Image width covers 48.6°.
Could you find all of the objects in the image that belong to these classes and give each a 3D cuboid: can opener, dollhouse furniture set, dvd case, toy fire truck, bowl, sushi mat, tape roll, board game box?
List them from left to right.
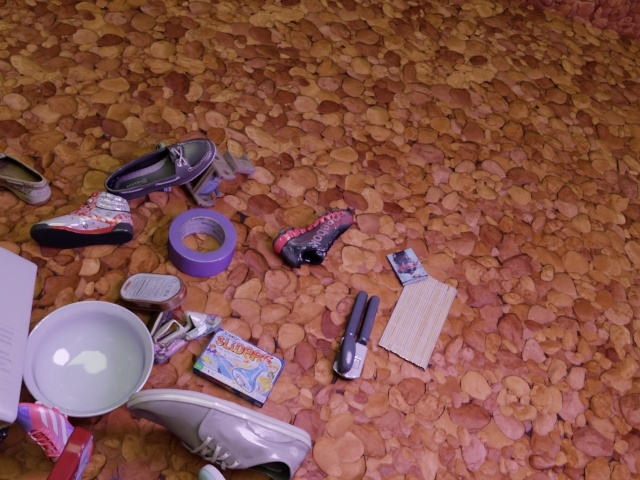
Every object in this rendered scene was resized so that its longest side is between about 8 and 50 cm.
[{"bbox_3d":[-0.536,0.559,1.417,0.169,0.302,0.254,18,25,-3],"label":"toy fire truck"},{"bbox_3d":[-0.550,0.303,1.692,0.298,0.134,0.298,8,53,-10],"label":"bowl"},{"bbox_3d":[-0.336,0.006,2.011,0.189,0.080,0.189,8,53,-11],"label":"tape roll"},{"bbox_3d":[-0.297,-0.187,2.164,0.183,0.129,0.129,2,47,-52],"label":"dollhouse furniture set"},{"bbox_3d":[-0.208,0.326,1.832,0.201,0.035,0.136,26,51,4],"label":"board game box"},{"bbox_3d":[0.107,0.248,1.940,0.076,0.095,0.283,21,51,0],"label":"can opener"},{"bbox_3d":[0.262,0.079,2.147,0.087,0.013,0.119,-15,52,-15],"label":"dvd case"},{"bbox_3d":[0.288,0.220,2.061,0.151,0.019,0.316,26,51,6],"label":"sushi mat"}]

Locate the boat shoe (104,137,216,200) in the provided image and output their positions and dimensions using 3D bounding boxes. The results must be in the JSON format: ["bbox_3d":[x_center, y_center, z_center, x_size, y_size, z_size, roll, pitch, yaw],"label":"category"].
[{"bbox_3d":[-0.460,-0.204,2.036,0.335,0.095,0.112,-24,81,4],"label":"boat shoe"}]

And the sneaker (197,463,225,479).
[{"bbox_3d":[-0.258,0.614,1.520,0.151,0.094,0.256,-5,56,-29],"label":"sneaker"}]

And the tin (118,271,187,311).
[{"bbox_3d":[-0.441,0.132,1.865,0.189,0.040,0.106,3,42,20],"label":"tin"}]

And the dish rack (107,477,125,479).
[{"bbox_3d":[-0.387,0.644,1.451,0.208,0.074,0.271,36,35,-46],"label":"dish rack"}]

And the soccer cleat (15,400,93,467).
[{"bbox_3d":[-0.578,0.428,1.532,0.083,0.248,0.095,-11,50,16],"label":"soccer cleat"}]

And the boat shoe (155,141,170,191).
[{"bbox_3d":[-0.504,-0.225,2.148,0.083,0.065,0.183,-3,55,-16],"label":"boat shoe"}]

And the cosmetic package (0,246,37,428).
[{"bbox_3d":[-0.848,0.204,1.482,0.327,0.329,0.394,39,34,-46],"label":"cosmetic package"}]

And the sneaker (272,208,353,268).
[{"bbox_3d":[0.000,0.000,2.097,0.276,0.097,0.135,-25,63,-27],"label":"sneaker"}]

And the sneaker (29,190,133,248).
[{"bbox_3d":[-0.660,-0.061,1.967,0.270,0.090,0.145,-1,53,-21],"label":"sneaker"}]

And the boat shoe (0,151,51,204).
[{"bbox_3d":[-0.889,-0.205,2.009,0.285,0.089,0.104,26,52,5],"label":"boat shoe"}]

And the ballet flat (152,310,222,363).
[{"bbox_3d":[-0.354,0.232,1.829,0.221,0.079,0.077,-31,23,-29],"label":"ballet flat"}]

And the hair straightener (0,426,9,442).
[{"bbox_3d":[-0.775,0.469,1.558,0.089,0.047,0.230,25,51,4],"label":"hair straightener"}]

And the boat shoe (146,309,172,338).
[{"bbox_3d":[-0.412,0.198,1.860,0.049,0.056,0.152,40,51,-27],"label":"boat shoe"}]

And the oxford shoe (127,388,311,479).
[{"bbox_3d":[-0.227,0.449,1.621,0.449,0.169,0.130,24,56,-19],"label":"oxford shoe"}]
